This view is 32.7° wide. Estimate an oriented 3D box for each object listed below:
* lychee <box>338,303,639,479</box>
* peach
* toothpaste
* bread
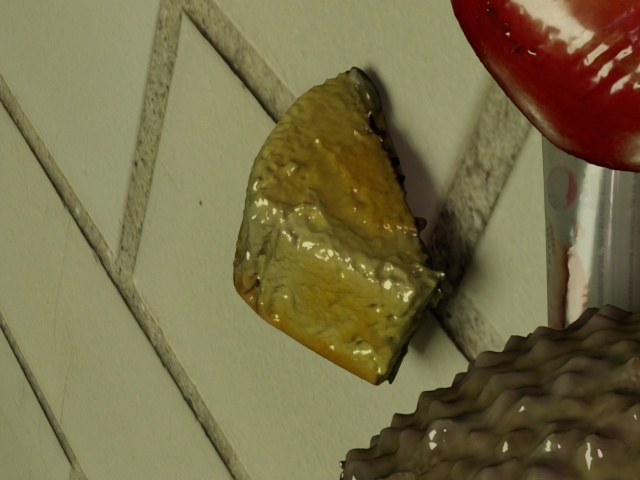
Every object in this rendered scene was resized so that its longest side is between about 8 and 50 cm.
[{"bbox_3d":[0.176,0.232,0.610,0.380,0.432,0.380,168,90,-88],"label":"lychee"},{"bbox_3d":[0.154,-0.167,0.651,0.267,0.159,0.154,67,-170,19],"label":"peach"},{"bbox_3d":[0.193,-0.031,0.776,0.100,0.066,0.323,8,104,50],"label":"toothpaste"},{"bbox_3d":[0.000,0.000,0.993,0.204,0.163,0.262,104,153,-52],"label":"bread"}]
